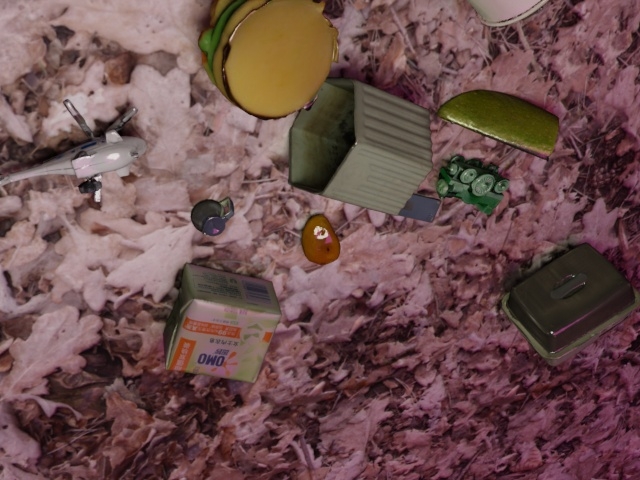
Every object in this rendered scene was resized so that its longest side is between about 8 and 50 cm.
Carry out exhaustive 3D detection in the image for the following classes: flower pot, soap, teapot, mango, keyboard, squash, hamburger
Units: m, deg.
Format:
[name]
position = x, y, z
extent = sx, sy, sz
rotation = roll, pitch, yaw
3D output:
[flower pot]
position = 0.071, -0.172, 1.447
extent = 0.189, 0.209, 0.239
rotation = 13, 124, -32
[soap]
position = -0.200, 0.169, 1.578
extent = 0.199, 0.138, 0.182
rotation = 13, 116, -23
[teapot]
position = -0.201, -0.044, 1.502
extent = 0.088, 0.057, 0.066
rotation = -35, 130, -1
[mango]
position = 0.000, 0.000, 1.631
extent = 0.080, 0.060, 0.114
rotation = -7, 126, -6
[keyboard]
position = 0.183, -0.078, 1.701
extent = 0.176, 0.014, 0.055
rotation = 10, 115, -31
[squash]
position = 0.374, -0.268, 1.670
extent = 0.252, 0.169, 0.093
rotation = 21, 110, 0
[hamburger]
position = -0.097, -0.329, 1.310
extent = 0.237, 0.149, 0.237
rotation = -20, 133, -23

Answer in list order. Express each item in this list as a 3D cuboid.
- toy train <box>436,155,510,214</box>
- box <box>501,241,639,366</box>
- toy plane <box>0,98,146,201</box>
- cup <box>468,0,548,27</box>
[toy train]
position = 0.330, -0.122, 1.714
extent = 0.178, 0.071, 0.105
rotation = 11, 126, -33
[box]
position = 0.614, 0.155, 1.944
extent = 0.290, 0.221, 0.166
rotation = -32, 142, -5
[toy plane]
position = -0.428, -0.134, 1.301
extent = 0.273, 0.107, 0.182
rotation = -2, 116, -21
[cup]
position = 0.273, -0.534, 1.316
extent = 0.273, 0.253, 0.253
rotation = 29, 105, -28
